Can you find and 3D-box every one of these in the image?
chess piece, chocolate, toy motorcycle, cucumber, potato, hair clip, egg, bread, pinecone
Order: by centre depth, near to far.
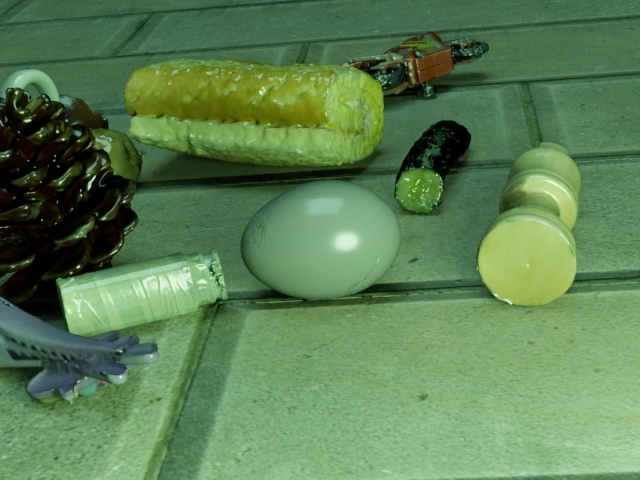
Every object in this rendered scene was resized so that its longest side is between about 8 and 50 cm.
[{"bbox_3d":[-0.294,0.123,1.433,0.278,0.090,0.137,17,31,33],"label":"hair clip"},{"bbox_3d":[0.000,0.000,1.561,0.198,0.146,0.146,-9,22,11],"label":"egg"},{"bbox_3d":[-0.364,-0.052,1.621,0.244,0.309,0.244,-19,34,13],"label":"pinecone"},{"bbox_3d":[0.282,-0.044,1.653,0.117,0.117,0.397,0,21,14],"label":"chess piece"},{"bbox_3d":[0.173,-0.128,1.921,0.072,0.081,0.303,-33,11,26],"label":"cucumber"},{"bbox_3d":[-0.104,-0.207,2.042,0.375,0.165,0.236,6,9,22],"label":"bread"},{"bbox_3d":[-0.327,-0.137,2.048,0.089,0.101,0.172,-6,19,-13],"label":"potato"},{"bbox_3d":[-0.417,-0.187,2.151,0.133,0.127,0.124,0,22,-45],"label":"chocolate"},{"bbox_3d":[0.173,-0.329,2.386,0.298,0.089,0.171,-21,25,-30],"label":"toy motorcycle"}]

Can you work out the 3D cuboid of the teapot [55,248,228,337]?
[{"bbox_3d":[-0.220,0.062,1.567,0.200,0.077,0.107,-12,11,-13],"label":"teapot"}]

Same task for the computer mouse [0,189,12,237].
[{"bbox_3d":[-0.555,-0.041,1.734,0.269,0.137,0.086,21,-20,-32],"label":"computer mouse"}]

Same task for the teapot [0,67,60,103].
[{"bbox_3d":[-0.550,-0.156,1.901,0.252,0.280,0.424,12,27,34],"label":"teapot"}]
